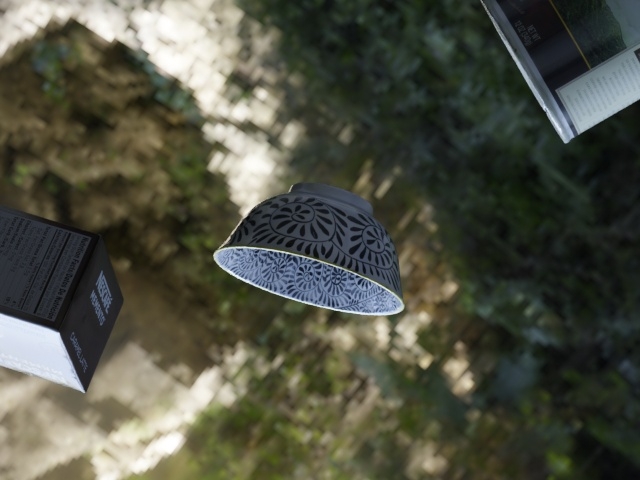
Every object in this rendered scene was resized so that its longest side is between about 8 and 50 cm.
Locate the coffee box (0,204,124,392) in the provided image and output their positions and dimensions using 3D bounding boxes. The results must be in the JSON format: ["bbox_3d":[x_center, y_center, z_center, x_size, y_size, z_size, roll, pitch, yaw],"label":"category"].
[{"bbox_3d":[-0.310,0.032,1.664,0.246,0.141,0.098,17,-114,11],"label":"coffee box"}]

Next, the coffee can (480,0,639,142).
[{"bbox_3d":[0.346,-0.263,2.150,0.201,0.275,0.201,58,-173,-11],"label":"coffee can"}]

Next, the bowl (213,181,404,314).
[{"bbox_3d":[0.000,0.000,1.631,0.170,0.170,0.080,23,-106,-24],"label":"bowl"}]
